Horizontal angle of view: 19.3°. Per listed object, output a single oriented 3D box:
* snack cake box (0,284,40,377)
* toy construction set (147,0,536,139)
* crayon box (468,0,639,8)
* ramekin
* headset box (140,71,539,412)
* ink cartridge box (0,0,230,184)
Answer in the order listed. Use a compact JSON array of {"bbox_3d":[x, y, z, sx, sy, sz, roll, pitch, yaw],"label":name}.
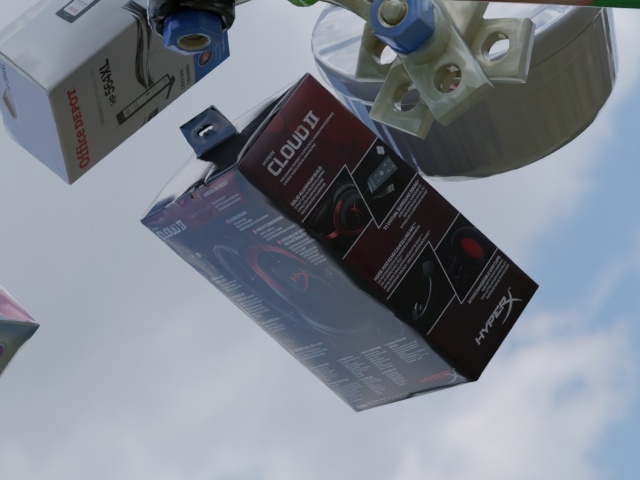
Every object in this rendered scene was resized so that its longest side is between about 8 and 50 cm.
[{"bbox_3d":[-0.351,0.045,1.482,0.089,0.152,0.264,-52,-17,7],"label":"snack cake box"},{"bbox_3d":[-0.030,-0.177,0.952,0.215,0.151,0.328,-16,-38,26],"label":"toy construction set"},{"bbox_3d":[0.003,-0.105,0.387,0.165,0.278,0.081,-44,-44,-65],"label":"crayon box"},{"bbox_3d":[0.136,-0.162,1.646,0.273,0.273,0.127,-37,-56,-22],"label":"ramekin"},{"bbox_3d":[0.000,0.000,1.563,0.110,0.293,0.218,-54,13,-25],"label":"headset box"},{"bbox_3d":[-0.183,-0.167,1.654,0.203,0.086,0.148,-43,-23,-21],"label":"ink cartridge box"}]
